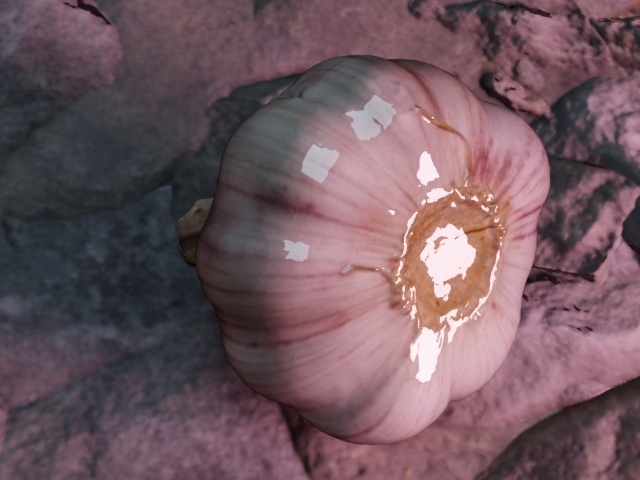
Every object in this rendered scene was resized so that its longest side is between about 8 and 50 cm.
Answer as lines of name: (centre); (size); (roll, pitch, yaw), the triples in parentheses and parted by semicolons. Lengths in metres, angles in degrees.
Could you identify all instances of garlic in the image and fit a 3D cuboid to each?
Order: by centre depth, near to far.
garlic: (0.000, 0.000, 1.237); (0.253, 0.245, 0.245); (8, 49, 47)
